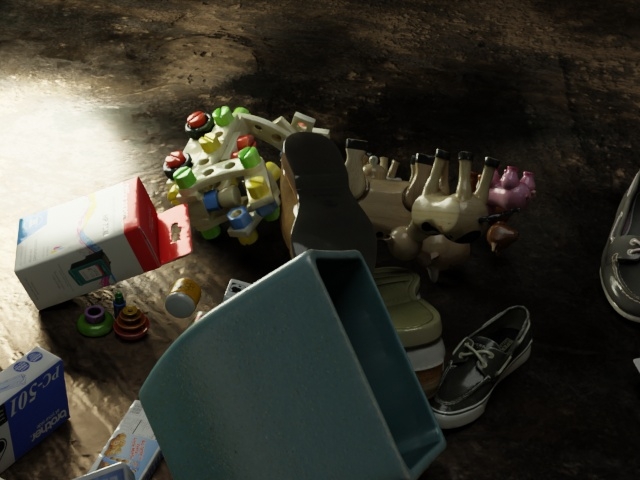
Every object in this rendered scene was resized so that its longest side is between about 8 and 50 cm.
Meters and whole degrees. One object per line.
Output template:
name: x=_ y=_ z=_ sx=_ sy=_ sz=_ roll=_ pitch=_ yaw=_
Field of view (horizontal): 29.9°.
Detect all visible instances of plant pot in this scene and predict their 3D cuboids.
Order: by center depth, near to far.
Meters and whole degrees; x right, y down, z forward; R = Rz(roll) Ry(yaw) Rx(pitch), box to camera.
plant pot: x=-0.042 y=0.174 z=1.288 sx=0.252 sy=0.248 sz=0.247 roll=-26 pitch=-7 yaw=12

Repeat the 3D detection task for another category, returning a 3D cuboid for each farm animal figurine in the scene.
farm animal figurine: x=0.135 y=-0.034 z=1.665 sx=0.326 sy=0.172 sz=0.330 roll=12 pitch=0 yaw=18

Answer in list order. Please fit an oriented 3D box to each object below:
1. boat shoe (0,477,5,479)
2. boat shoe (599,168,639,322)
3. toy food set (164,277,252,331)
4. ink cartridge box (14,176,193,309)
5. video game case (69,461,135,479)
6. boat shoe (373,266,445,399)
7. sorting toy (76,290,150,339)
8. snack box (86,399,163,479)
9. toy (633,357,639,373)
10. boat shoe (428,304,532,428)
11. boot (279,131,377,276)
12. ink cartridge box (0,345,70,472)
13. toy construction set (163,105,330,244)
boat shoe: x=-0.420 y=0.266 z=1.221 sx=0.319 sy=0.099 sz=0.116 roll=26 pitch=-3 yaw=-8
boat shoe: x=0.472 y=-0.013 z=1.734 sx=0.112 sy=0.095 sz=0.335 roll=10 pitch=36 yaw=13
toy food set: x=-0.091 y=0.132 z=1.496 sx=0.232 sy=0.111 sz=0.104 roll=16 pitch=37 yaw=1
ink cartridge box: x=-0.300 y=-0.005 z=1.661 sx=0.231 sy=0.078 sz=0.134 roll=-20 pitch=36 yaw=3
video game case: x=-0.301 y=0.383 z=1.071 sx=0.329 sy=0.036 sz=0.300 roll=-20 pitch=51 yaw=1
boat shoe: x=0.091 y=0.113 z=1.540 sx=0.113 sy=0.103 sz=0.302 roll=-10 pitch=15 yaw=-2
sorting toy: x=-0.277 y=0.098 z=1.603 sx=0.102 sy=0.042 sz=0.061 roll=7 pitch=36 yaw=9
snack box: x=-0.224 y=0.257 z=1.399 sx=0.064 sy=0.022 sz=0.178 roll=12 pitch=37 yaw=13
toy: x=0.527 y=0.183 z=1.497 sx=0.237 sy=0.056 sz=0.137 roll=-10 pitch=40 yaw=-8
boat shoe: x=0.197 y=0.154 z=1.514 sx=0.077 sy=0.070 sz=0.219 roll=23 pitch=41 yaw=28
boot: x=0.000 y=0.000 z=1.573 sx=0.112 sy=0.115 sz=0.305 roll=4 pitch=45 yaw=-15
ink cartridge box: x=-0.382 y=0.220 z=1.382 sx=0.046 sy=0.097 sz=0.207 roll=22 pitch=40 yaw=27
toy construction set: x=-0.115 y=-0.119 z=1.820 sx=0.215 sy=0.151 sz=0.328 roll=-6 pitch=24 yaw=25
